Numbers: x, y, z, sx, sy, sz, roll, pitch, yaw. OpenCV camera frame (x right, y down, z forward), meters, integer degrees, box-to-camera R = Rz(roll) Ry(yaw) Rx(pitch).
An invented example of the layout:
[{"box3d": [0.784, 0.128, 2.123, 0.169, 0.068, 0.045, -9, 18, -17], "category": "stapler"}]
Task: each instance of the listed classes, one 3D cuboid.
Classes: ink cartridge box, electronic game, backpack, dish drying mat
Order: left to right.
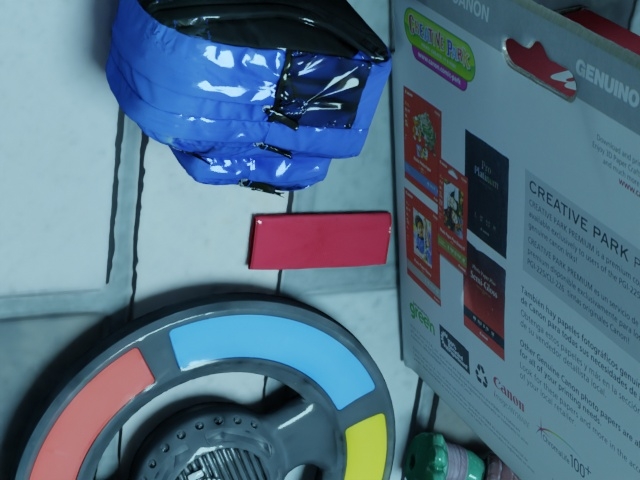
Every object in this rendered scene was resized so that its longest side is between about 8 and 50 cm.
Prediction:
[{"box3d": [-0.062, 0.134, 0.885, 0.229, 0.048, 0.229, -11, 119, -21], "category": "electronic game"}, {"box3d": [-0.042, -0.077, 0.761, 0.120, 0.098, 0.101, 6, 115, -29], "category": "backpack"}, {"box3d": [0.000, 0.000, 0.874, 0.083, 0.008, 0.032, -2, 114, -24], "category": "dish drying mat"}, {"box3d": [0.158, 0.002, 0.768, 0.130, 0.309, 0.271, -15, 120, -19], "category": "ink cartridge box"}]

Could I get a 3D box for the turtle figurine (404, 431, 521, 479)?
[{"box3d": [0.166, 0.182, 0.972, 0.234, 0.118, 0.175, 5, 71, -15], "category": "turtle figurine"}]
